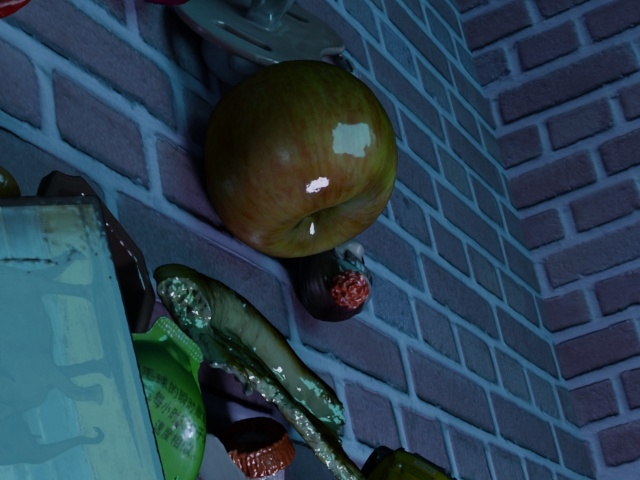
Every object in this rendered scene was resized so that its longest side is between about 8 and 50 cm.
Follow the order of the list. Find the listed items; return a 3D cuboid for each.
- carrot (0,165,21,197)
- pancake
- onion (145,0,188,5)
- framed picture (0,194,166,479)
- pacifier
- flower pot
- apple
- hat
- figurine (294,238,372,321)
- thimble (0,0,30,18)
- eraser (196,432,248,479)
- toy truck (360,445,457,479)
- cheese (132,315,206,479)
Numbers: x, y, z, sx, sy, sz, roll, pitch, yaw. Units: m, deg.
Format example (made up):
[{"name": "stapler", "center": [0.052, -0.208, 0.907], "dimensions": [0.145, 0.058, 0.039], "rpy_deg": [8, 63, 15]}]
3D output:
[{"name": "carrot", "center": [-0.330, -0.073, 1.208], "dimensions": [0.142, 0.035, 0.035], "rpy_deg": [46, 29, -36]}, {"name": "pancake", "center": [-0.059, 0.144, 1.450], "dimensions": [0.426, 0.067, 0.305], "rpy_deg": [50, -3, -40]}, {"name": "onion", "center": [-0.193, -0.385, 1.627], "dimensions": [0.173, 0.198, 0.135], "rpy_deg": [35, 41, -26]}, {"name": "framed picture", "center": [-0.289, 0.092, 0.942], "dimensions": [0.347, 0.016, 0.264], "rpy_deg": [-2, 71, -38]}, {"name": "pacifier", "center": [-0.074, -0.330, 1.845], "dimensions": [0.332, 0.221, 0.273], "rpy_deg": [-56, 136, -66]}, {"name": "flower pot", "center": [-0.249, 0.064, 1.199], "dimensions": [0.179, 0.084, 0.250], "rpy_deg": [55, 23, -30]}, {"name": "apple", "center": [-0.030, -0.117, 1.690], "dimensions": [0.264, 0.264, 0.264], "rpy_deg": [51, 27, -38]}, {"name": "hat", "center": [-0.068, 0.290, 1.455], "dimensions": [0.112, 0.094, 0.162], "rpy_deg": [-36, 122, -59]}, {"name": "figurine", "center": [0.000, 0.000, 1.838], "dimensions": [0.138, 0.110, 0.245], "rpy_deg": [77, -7, -69]}, {"name": "thimble", "center": [-0.332, -0.294, 1.206], "dimensions": [0.125, 0.190, 0.163], "rpy_deg": [-69, 158, -57]}, {"name": "eraser", "center": [-0.096, 0.324, 1.280], "dimensions": [0.352, 0.111, 0.077], "rpy_deg": [61, 22, -19]}, {"name": "toy truck", "center": [0.075, 0.369, 1.532], "dimensions": [0.147, 0.224, 0.165], "rpy_deg": [29, 29, 15]}, {"name": "cheese", "center": [-0.189, 0.213, 1.072], "dimensions": [0.204, 0.083, 0.320], "rpy_deg": [50, 60, -44]}]
